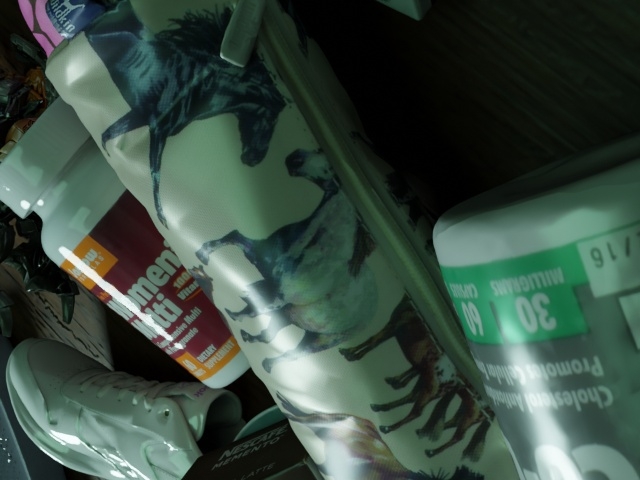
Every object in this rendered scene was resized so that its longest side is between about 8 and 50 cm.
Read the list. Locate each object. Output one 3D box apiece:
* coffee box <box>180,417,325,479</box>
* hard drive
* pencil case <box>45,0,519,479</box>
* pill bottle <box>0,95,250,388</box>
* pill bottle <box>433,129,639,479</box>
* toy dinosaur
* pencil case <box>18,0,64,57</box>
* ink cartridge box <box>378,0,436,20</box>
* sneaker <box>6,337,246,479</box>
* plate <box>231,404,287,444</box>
[{"bbox_3d":[0.011,0.256,0.812,0.141,0.098,0.247,-27,100,24],"label":"coffee box"},{"bbox_3d":[-0.348,0.223,1.201,0.172,0.054,0.255,-12,99,44],"label":"hard drive"},{"bbox_3d":[0.000,0.000,0.695,0.410,0.160,0.183,56,155,-3],"label":"pencil case"},{"bbox_3d":[-0.122,-0.004,0.812,0.221,0.121,0.121,40,134,-10],"label":"pill bottle"},{"bbox_3d":[0.209,0.123,0.563,0.204,0.204,0.361,-18,94,44],"label":"pill bottle"},{"bbox_3d":[-0.250,-0.047,0.950,0.322,0.164,0.218,47,118,45],"label":"toy dinosaur"},{"bbox_3d":[-0.194,-0.188,0.843,0.098,0.095,0.209,31,147,63],"label":"pencil case"},{"bbox_3d":[-0.066,-0.264,0.689,0.332,0.065,0.165,30,165,27],"label":"ink cartridge box"},{"bbox_3d":[-0.143,0.157,0.974,0.305,0.114,0.152,34,114,21],"label":"sneaker"},{"bbox_3d":[0.016,0.198,0.858,0.188,0.024,0.188,6,111,16],"label":"plate"}]
